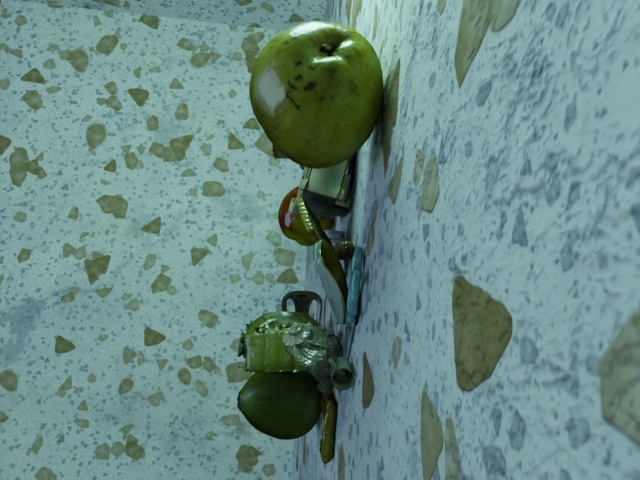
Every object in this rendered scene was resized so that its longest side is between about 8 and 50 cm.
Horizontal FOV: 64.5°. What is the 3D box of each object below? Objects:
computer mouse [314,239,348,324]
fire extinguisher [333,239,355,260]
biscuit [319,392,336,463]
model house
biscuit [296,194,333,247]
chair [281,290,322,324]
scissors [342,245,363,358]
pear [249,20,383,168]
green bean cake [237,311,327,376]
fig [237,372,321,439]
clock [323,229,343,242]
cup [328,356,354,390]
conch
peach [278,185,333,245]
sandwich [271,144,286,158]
[{"bbox_3d":[0.038,0.110,1.315,0.126,0.056,0.245,-89,-15,-55],"label":"computer mouse"},{"bbox_3d":[0.065,0.030,1.359,0.177,0.050,0.062,148,100,-85],"label":"fire extinguisher"},{"bbox_3d":[0.018,0.543,1.499,0.174,0.039,0.183,136,139,-81],"label":"biscuit"},{"bbox_3d":[0.020,-0.206,1.549,0.326,0.169,0.244,134,148,-76],"label":"model house"},{"bbox_3d":[0.000,0.000,1.452,0.254,0.029,0.172,57,-171,-44],"label":"biscuit"},{"bbox_3d":[-0.083,0.390,2.086,0.183,0.175,0.326,-66,-24,-77],"label":"chair"},{"bbox_3d":[0.075,0.193,1.238,0.191,0.029,0.360,-83,-4,-58],"label":"scissors"},{"bbox_3d":[0.003,-0.323,1.107,0.304,0.304,0.304,-176,90,-85],"label":"pear"},{"bbox_3d":[-0.121,0.344,1.725,0.285,0.310,0.202,133,139,-79],"label":"green bean cake"},{"bbox_3d":[-0.153,0.578,1.865,0.316,0.316,0.316,-176,90,-85],"label":"fig"},{"bbox_3d":[0.030,-0.013,1.646,0.129,0.087,0.041,70,-156,-83],"label":"clock"},{"bbox_3d":[0.043,0.312,1.217,0.054,0.075,0.083,-62,5,7],"label":"cup"},{"bbox_3d":[-0.013,0.334,1.437,0.245,0.163,0.178,65,-155,-22],"label":"conch"},{"bbox_3d":[-0.054,-0.095,1.925,0.231,0.231,0.231,-176,90,-85],"label":"peach"},{"bbox_3d":[-0.037,-0.322,1.722,0.226,0.251,0.087,128,145,-78],"label":"sandwich"}]
